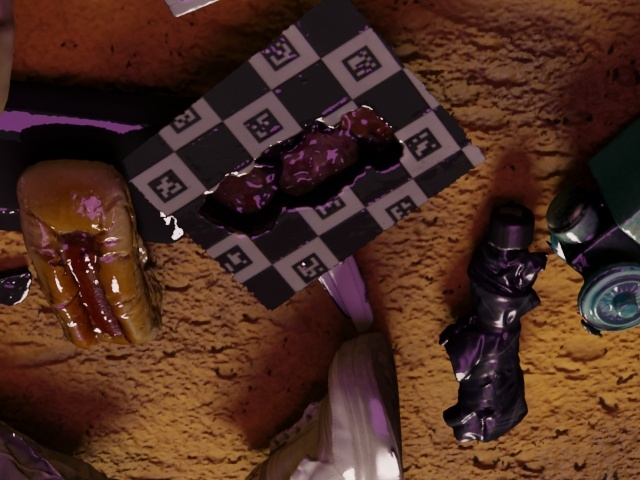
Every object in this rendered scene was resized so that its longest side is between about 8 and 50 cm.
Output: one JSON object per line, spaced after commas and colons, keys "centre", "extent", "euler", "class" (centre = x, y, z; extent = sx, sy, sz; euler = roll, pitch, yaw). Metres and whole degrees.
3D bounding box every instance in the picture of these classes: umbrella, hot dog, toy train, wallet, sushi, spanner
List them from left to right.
{"centre": [-0.334, 0.054, 1.474], "extent": [0.208, 0.012, 0.046], "euler": [-14, 132, 5], "class": "spanner"}
{"centre": [-0.205, -0.058, 1.376], "extent": [0.250, 0.044, 0.149], "euler": [6, 133, -13], "class": "wallet"}
{"centre": [-0.173, 0.025, 1.386], "extent": [0.084, 0.073, 0.242], "euler": [-4, 151, 1], "class": "hot dog"}
{"centre": [-0.017, -0.073, 1.362], "extent": [0.215, 0.050, 0.192], "euler": [-36, 123, 15], "class": "sushi"}
{"centre": [0.141, 0.066, 1.516], "extent": [0.080, 0.071, 0.224], "euler": [-29, 137, -38], "class": "umbrella"}
{"centre": [0.323, 0.020, 1.469], "extent": [0.194, 0.120, 0.298], "euler": [-42, 124, 19], "class": "toy train"}

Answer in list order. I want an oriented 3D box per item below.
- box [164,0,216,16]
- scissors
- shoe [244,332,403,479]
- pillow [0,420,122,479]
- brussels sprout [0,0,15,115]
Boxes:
{"centre": [-0.043, -0.292, 1.146], "extent": [0.225, 0.117, 0.225], "euler": [-21, 130, 10], "class": "box"}
{"centre": [0.000, 0.000, 1.463], "extent": [0.101, 0.027, 0.204], "euler": [-17, 129, 9], "class": "scissors"}
{"centre": [-0.004, 0.205, 1.583], "extent": [0.159, 0.124, 0.316], "euler": [-4, 131, 4], "class": "shoe"}
{"centre": [-0.331, 0.273, 1.580], "extent": [0.283, 0.138, 0.310], "euler": [25, 120, -26], "class": "pillow"}
{"centre": [-0.372, -0.153, 1.121], "extent": [0.354, 0.281, 0.289], "euler": [10, 130, -28], "class": "brussels sprout"}
